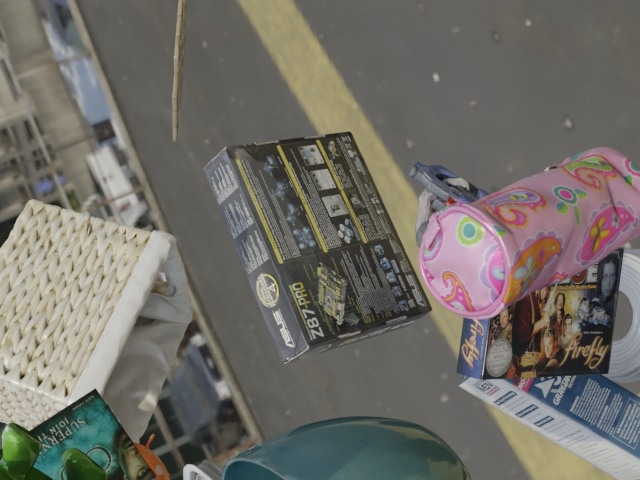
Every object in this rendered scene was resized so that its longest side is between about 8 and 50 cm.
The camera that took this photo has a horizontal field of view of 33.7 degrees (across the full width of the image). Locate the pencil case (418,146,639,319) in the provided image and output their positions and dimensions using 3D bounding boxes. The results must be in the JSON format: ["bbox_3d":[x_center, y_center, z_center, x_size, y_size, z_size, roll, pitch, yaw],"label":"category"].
[{"bbox_3d":[0.227,-0.015,1.084,0.124,0.284,0.124,22,122,40],"label":"pencil case"}]

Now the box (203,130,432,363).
[{"bbox_3d":[0.000,0.000,1.943,0.097,0.318,0.395,-36,73,45],"label":"box"}]

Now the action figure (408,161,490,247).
[{"bbox_3d":[0.282,0.018,1.764,0.341,0.178,0.330,36,-163,19],"label":"action figure"}]

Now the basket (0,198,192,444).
[{"bbox_3d":[-0.399,0.161,1.747,0.266,0.331,0.328,16,153,8],"label":"basket"}]

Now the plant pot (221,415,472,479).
[{"bbox_3d":[0.058,0.306,1.154,0.290,0.195,0.290,37,144,33],"label":"plant pot"}]

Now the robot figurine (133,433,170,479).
[{"bbox_3d":[-0.310,0.380,1.538,0.158,0.219,0.128,48,145,4],"label":"robot figurine"}]

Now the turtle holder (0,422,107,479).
[{"bbox_3d":[-0.243,0.314,0.893,0.243,0.227,0.320,43,171,3],"label":"turtle holder"}]

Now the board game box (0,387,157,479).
[{"bbox_3d":[-0.282,0.259,1.138,0.126,0.186,0.026,54,139,3],"label":"board game box"}]

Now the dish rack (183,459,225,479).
[{"bbox_3d":[-0.130,0.583,2.057,0.333,0.072,0.285,32,138,28],"label":"dish rack"}]

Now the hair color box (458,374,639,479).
[{"bbox_3d":[0.434,0.287,1.857,0.347,0.105,0.174,30,160,3],"label":"hair color box"}]

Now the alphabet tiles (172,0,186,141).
[{"bbox_3d":[-0.215,-0.281,1.614,0.198,0.009,0.237,104,168,-61],"label":"alphabet tiles"}]

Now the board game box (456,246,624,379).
[{"bbox_3d":[0.269,0.080,1.267,0.042,0.243,0.165,10,95,49],"label":"board game box"}]

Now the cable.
[{"bbox_3d":[0.575,0.141,2.013,0.257,0.089,0.257,4,88,56],"label":"cable"}]
